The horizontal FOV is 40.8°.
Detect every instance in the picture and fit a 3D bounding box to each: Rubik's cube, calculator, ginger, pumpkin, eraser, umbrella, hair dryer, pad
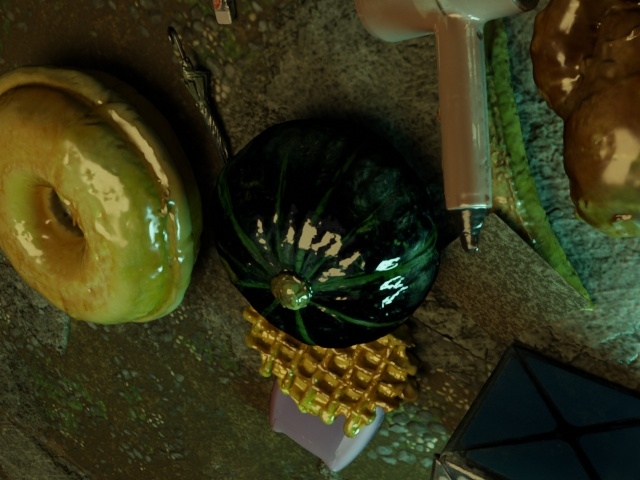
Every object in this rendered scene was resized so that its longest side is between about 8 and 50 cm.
[{"bbox_3d":[0.297,0.336,1.128,0.260,0.259,0.255,23,129,25],"label":"Rubik's cube"},{"bbox_3d":[0.008,0.266,1.425,0.194,0.043,0.294,33,131,14],"label":"calculator"},{"bbox_3d":[0.362,-0.167,0.816,0.357,0.152,0.274,-24,84,42],"label":"ginger"},{"bbox_3d":[0.000,0.000,1.117,0.315,0.238,0.315,14,125,21],"label":"pumpkin"},{"bbox_3d":[-0.132,-0.335,1.131,0.027,0.019,0.099,10,126,30],"label":"eraser"},{"bbox_3d":[-0.162,-0.190,1.248,0.044,0.044,0.269,-13,124,12],"label":"umbrella"},{"bbox_3d":[0.135,-0.158,0.918,0.189,0.106,0.345,-4,87,37],"label":"hair dryer"},{"bbox_3d":[0.225,0.056,1.097,0.158,0.003,0.235,44,156,2],"label":"pad"}]

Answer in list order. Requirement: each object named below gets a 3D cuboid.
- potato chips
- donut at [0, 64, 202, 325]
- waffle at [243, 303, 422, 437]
[{"bbox_3d":[0.230,-0.074,1.016,0.057,0.080,0.407,5,123,54],"label":"potato chips"},{"bbox_3d":[-0.371,-0.066,1.359,0.448,0.198,0.449,17,127,25],"label":"donut"},{"bbox_3d":[0.016,0.154,1.307,0.283,0.065,0.310,-14,104,31],"label":"waffle"}]
